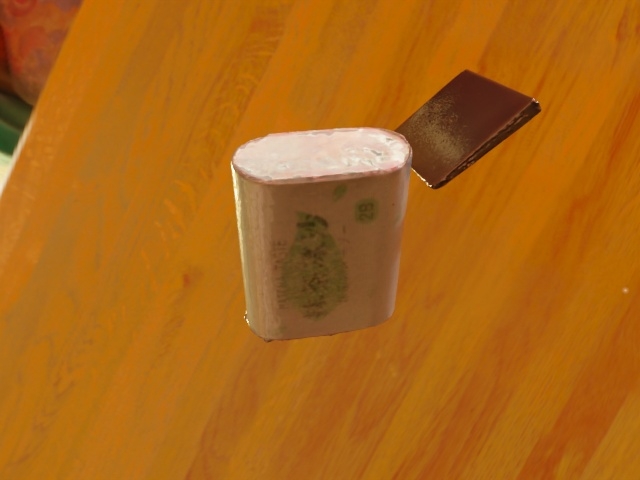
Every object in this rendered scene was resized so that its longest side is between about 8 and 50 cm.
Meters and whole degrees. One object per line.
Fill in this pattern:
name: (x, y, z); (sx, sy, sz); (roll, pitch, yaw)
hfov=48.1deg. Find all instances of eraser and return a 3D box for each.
eraser: (0.000, 0.000, 0.747); (0.174, 0.226, 0.081); (-8, 45, -8)

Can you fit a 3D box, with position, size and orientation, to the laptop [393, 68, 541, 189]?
laptop: (0.146, -0.125, 0.784); (0.135, 0.197, 0.016); (-39, 113, 8)
